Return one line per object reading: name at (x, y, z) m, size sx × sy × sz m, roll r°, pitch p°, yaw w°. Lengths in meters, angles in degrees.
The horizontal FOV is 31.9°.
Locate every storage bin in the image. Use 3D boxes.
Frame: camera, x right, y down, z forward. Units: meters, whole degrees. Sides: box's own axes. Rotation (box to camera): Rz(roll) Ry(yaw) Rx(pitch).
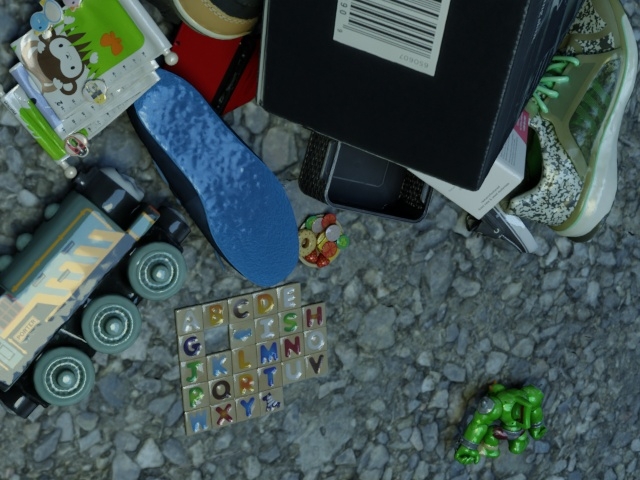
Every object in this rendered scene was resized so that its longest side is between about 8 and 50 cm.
storage bin at (0.073, -0.103, 1.616) m, size 0.180 × 0.084 × 0.122 m, roll 10°, pitch 99°, yaw -32°

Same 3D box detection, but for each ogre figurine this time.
ogre figurine at (0.311, 0.300, 1.865) m, size 0.197 × 0.097 × 0.118 m, roll 1°, pitch 116°, yaw -18°

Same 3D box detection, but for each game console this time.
game console at (-0.127, -0.238, 1.458) m, size 0.124 × 0.085 × 0.144 m, roll -35°, pitch 165°, yaw -43°

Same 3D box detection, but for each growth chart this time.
growth chart at (-0.289, -0.209, 1.346) m, size 0.237 × 0.021 × 0.172 m, roll -41°, pitch 102°, yaw 21°

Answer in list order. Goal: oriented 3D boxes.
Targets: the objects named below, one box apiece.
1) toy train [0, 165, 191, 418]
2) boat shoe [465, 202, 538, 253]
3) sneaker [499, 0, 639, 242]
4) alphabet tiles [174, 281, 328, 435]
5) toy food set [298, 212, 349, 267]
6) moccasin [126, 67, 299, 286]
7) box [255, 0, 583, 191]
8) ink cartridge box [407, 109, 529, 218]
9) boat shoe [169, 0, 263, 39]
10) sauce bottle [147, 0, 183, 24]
toy train at (-0.318, 0.063, 1.424) m, size 0.190 × 0.142 × 0.334 m, roll 44°, pitch 82°, yaw -22°
boat shoe at (0.255, -0.044, 1.745) m, size 0.076 × 0.080 × 0.228 m, roll -39°, pitch 126°, yaw 11°
sneaker at (0.355, -0.205, 1.683) m, size 0.182 × 0.158 × 0.411 m, roll 4°, pitch 90°, yaw -26°
alphabet tiles at (-0.095, 0.169, 1.648) m, size 0.237 × 0.009 × 0.198 m, roll -12°, pitch 110°, yaw -25°
toy food set at (0.000, 0.000, 1.643) m, size 0.082 × 0.020 × 0.083 m, roll -49°, pitch 121°, yaw -8°
moccasin at (-0.139, -0.093, 1.484) m, size 0.137 × 0.117 × 0.342 m, roll -36°, pitch 115°, yaw -15°
box at (0.170, -0.405, 1.247) m, size 0.480 × 0.297 × 0.472 m, roll 97°, pitch 19°, yaw -49°
ink cartridge box at (0.166, -0.170, 1.553) m, size 0.237 × 0.172 × 0.100 m, roll 34°, pitch 128°, yaw -14°
boat shoe at (-0.030, -0.473, 1.359) m, size 0.186 × 0.156 × 0.500 m, roll 31°, pitch 70°, yaw -27°
sauce bottle at (-0.282, -0.379, 1.321) m, size 0.344 × 0.111 × 0.111 m, roll 33°, pitch 88°, yaw -36°
